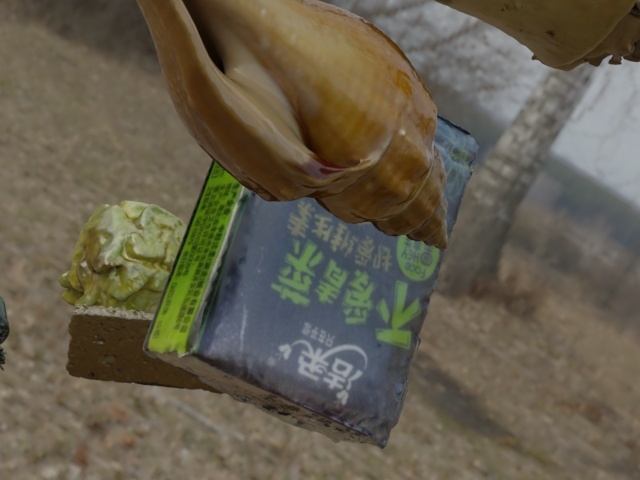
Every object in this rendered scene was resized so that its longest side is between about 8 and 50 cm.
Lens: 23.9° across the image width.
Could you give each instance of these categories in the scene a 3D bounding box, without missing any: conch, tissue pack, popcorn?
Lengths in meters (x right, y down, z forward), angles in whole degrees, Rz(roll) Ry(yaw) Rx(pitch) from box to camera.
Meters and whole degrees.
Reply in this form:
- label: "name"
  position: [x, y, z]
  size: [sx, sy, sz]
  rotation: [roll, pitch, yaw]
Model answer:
- label: "conch"
  position: [-0.038, -0.089, 0.724]
  size: [0.330, 0.109, 0.093]
  rotation: [39, -22, -29]
- label: "tissue pack"
  position: [0.000, 0.000, 1.011]
  size: [0.173, 0.236, 0.073]
  rotation: [27, -18, -29]
- label: "popcorn"
  position: [-0.255, 0.041, 2.021]
  size: [0.185, 0.187, 0.167]
  rotation: [21, -31, 38]

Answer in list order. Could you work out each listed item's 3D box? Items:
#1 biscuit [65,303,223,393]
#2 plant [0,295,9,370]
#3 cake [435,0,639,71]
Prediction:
- label: "biscuit"
  position: [-0.194, 0.133, 1.848]
  size: [0.230, 0.131, 0.025]
  rotation: [8, 45, -7]
- label: "plant"
  position: [-0.338, 0.098, 1.524]
  size: [0.051, 0.051, 0.102]
  rotation: [28, 28, -30]
- label: "cake"
  position: [0.291, -0.287, 1.338]
  size: [0.321, 0.332, 0.332]
  rotation: [24, 9, -12]
